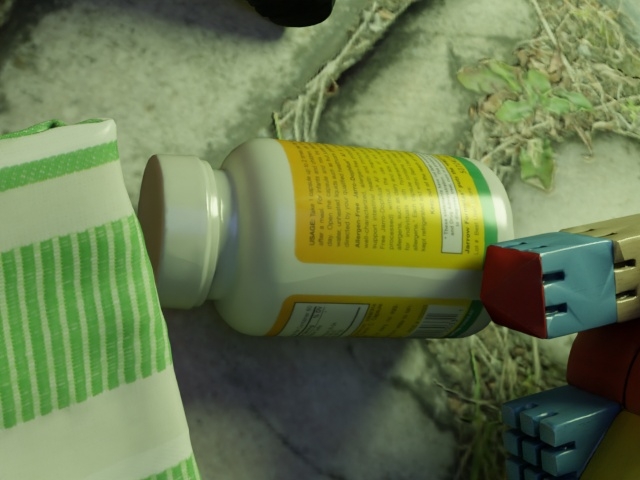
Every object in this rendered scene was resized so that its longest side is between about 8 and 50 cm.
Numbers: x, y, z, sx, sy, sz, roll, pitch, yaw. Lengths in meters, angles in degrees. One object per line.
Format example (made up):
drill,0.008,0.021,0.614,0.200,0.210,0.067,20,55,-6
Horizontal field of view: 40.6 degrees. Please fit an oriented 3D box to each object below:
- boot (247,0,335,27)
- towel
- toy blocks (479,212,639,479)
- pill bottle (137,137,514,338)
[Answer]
boot,-0.043,-0.296,0.581,0.246,0.094,0.207,41,54,-48
towel,-0.156,0.129,0.354,0.248,0.038,0.325,-20,106,-35
toy blocks,0.227,0.129,0.513,0.261,0.191,0.381,-11,101,-23
pill bottle,0.000,0.000,0.523,0.208,0.117,0.117,3,70,-21
